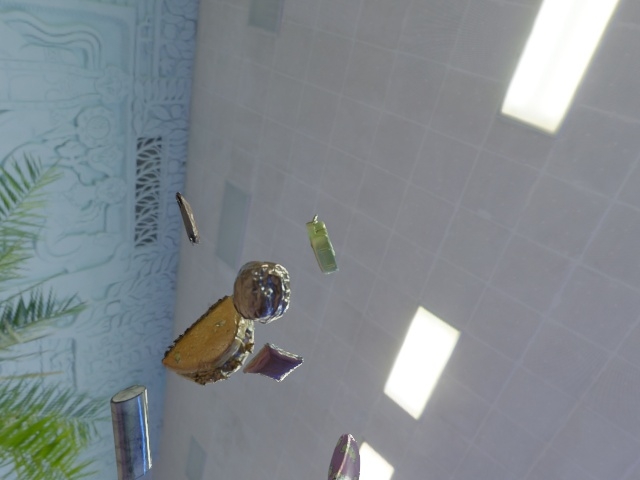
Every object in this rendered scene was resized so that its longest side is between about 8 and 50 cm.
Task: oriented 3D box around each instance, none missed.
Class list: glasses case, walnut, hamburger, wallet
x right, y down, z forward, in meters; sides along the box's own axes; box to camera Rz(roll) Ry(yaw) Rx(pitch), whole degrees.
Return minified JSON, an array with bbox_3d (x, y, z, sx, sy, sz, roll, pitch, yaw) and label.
[{"bbox_3d":[0.082,0.754,1.506,0.076,0.316,0.123,-21,-89,12],"label":"glasses case"},{"bbox_3d":[-0.249,0.218,1.938,0.227,0.273,0.272,-2,-77,11],"label":"walnut"},{"bbox_3d":[-0.601,0.616,1.461,0.060,0.114,0.298,13,-72,35],"label":"glasses case"},{"bbox_3d":[-0.456,0.499,2.093,0.287,0.445,0.268,34,-23,33],"label":"hamburger"},{"bbox_3d":[-0.515,-0.080,1.794,0.161,0.042,0.195,138,-66,-76],"label":"wallet"}]

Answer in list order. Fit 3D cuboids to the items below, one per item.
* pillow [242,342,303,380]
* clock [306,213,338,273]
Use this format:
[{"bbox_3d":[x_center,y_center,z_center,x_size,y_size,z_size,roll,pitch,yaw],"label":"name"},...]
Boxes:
[{"bbox_3d":[-0.177,0.461,1.733,0.171,0.179,0.075,-47,-148,23],"label":"pillow"},{"bbox_3d":[0.000,0.000,1.685,0.231,0.069,0.170,-107,177,-54],"label":"clock"}]
